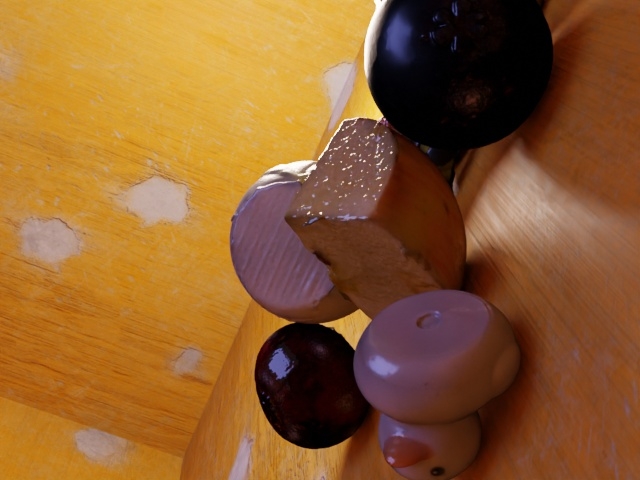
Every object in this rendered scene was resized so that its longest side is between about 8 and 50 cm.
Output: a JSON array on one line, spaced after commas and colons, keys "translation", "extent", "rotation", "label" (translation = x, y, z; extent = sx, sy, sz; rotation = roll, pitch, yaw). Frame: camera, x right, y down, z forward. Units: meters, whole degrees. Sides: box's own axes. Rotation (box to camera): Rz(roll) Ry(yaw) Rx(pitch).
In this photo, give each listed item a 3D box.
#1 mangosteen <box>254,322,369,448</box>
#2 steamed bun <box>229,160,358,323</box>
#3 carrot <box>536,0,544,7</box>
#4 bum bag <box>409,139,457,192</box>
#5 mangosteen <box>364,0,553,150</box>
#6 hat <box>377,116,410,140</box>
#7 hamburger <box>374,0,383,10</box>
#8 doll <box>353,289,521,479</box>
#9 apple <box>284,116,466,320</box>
[{"translation": [0.010, 0.249, 1.757], "extent": [0.261, 0.235, 0.235], "rotation": [-28, -10, -26], "label": "mangosteen"}, {"translation": [0.000, 0.000, 1.744], "extent": [0.309, 0.309, 0.309], "rotation": [-159, 90, -80], "label": "steamed bun"}, {"translation": [0.369, -0.459, 1.646], "extent": [0.070, 0.070, 0.260], "rotation": [-165, 97, -80], "label": "carrot"}, {"translation": [0.200, -0.157, 1.710], "extent": [0.060, 0.106, 0.232], "rotation": [-75, -6, -72], "label": "bum bag"}, {"translation": [0.204, -0.287, 1.504], "extent": [0.297, 0.297, 0.313], "rotation": [-68, 18, 2], "label": "mangosteen"}, {"translation": [0.142, -0.149, 1.855], "extent": [0.112, 0.093, 0.162], "rotation": [105, 171, -71], "label": "hat"}, {"translation": [0.238, -0.490, 1.838], "extent": [0.291, 0.291, 0.225], "rotation": [-70, 15, -8], "label": "hamburger"}, {"translation": [0.150, 0.191, 1.218], "extent": [0.251, 0.221, 0.221], "rotation": [-47, -9, -45], "label": "doll"}, {"translation": [0.108, -0.005, 1.504], "extent": [0.252, 0.309, 0.314], "rotation": [-34, 36, 14], "label": "apple"}]
